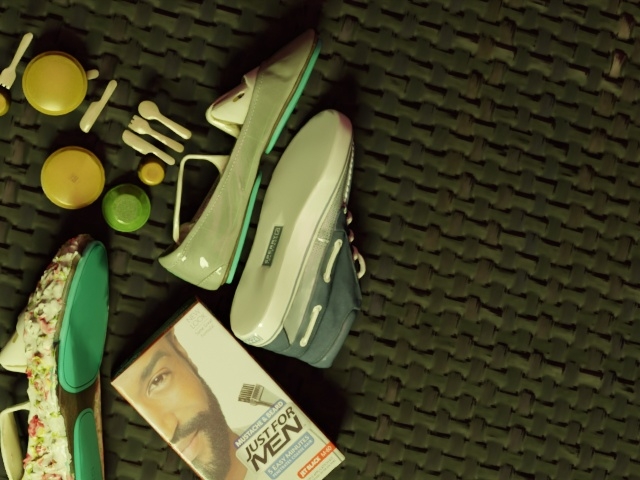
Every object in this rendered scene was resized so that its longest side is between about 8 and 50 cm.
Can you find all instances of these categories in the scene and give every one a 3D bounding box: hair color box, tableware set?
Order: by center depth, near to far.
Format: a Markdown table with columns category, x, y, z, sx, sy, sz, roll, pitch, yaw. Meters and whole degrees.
| category | x | y | z | sx | sy | sz | roll | pitch | yaw |
| --- | --- | --- | --- | --- | --- | --- | --- | --- | --- |
| tableware set | -0.183 | -0.078 | 1.191 | 0.154 | 0.024 | 0.104 | 31 | 92 | -11 |
| hair color box | -0.072 | 0.134 | 1.209 | 0.093 | 0.053 | 0.167 | -43 | 98 | -3 |

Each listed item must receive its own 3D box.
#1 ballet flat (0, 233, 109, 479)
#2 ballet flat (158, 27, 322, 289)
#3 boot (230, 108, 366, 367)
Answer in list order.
| category | x | y | z | sx | sy | sz | roll | pitch | yaw |
| --- | --- | --- | --- | --- | --- | --- | --- | --- | --- |
| ballet flat | -0.203 | 0.115 | 1.175 | 0.077 | 0.091 | 0.241 | 1 | 90 | 15 |
| ballet flat | -0.065 | -0.068 | 1.186 | 0.068 | 0.072 | 0.213 | 21 | 91 | -6 |
| boot | 0.000 | 0.000 | 1.213 | 0.086 | 0.069 | 0.190 | 26 | 83 | -35 |
